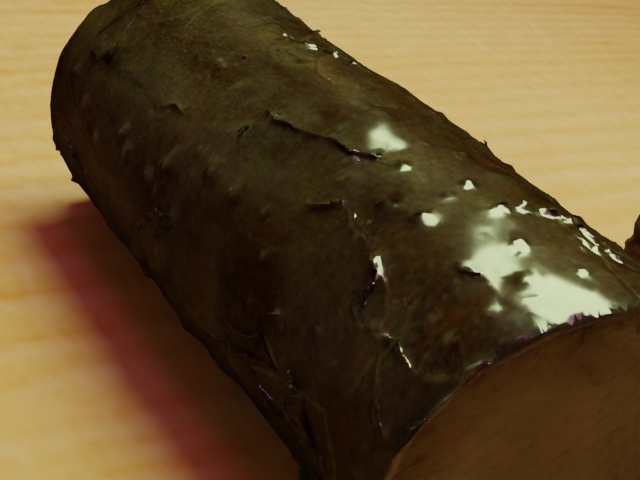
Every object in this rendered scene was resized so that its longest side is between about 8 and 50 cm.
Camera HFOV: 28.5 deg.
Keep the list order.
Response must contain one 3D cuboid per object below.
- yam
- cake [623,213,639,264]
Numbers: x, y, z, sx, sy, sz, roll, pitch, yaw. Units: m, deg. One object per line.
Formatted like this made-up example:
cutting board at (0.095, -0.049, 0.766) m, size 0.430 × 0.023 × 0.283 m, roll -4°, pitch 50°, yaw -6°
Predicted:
yam at (0.001, -0.002, 0.443) m, size 0.131 × 0.131 × 0.280 m, roll -5°, pitch 33°, yaw -35°
cake at (0.197, 0.014, 0.485) m, size 0.135 × 0.147 × 0.134 m, roll 34°, pitch 34°, yaw 28°
